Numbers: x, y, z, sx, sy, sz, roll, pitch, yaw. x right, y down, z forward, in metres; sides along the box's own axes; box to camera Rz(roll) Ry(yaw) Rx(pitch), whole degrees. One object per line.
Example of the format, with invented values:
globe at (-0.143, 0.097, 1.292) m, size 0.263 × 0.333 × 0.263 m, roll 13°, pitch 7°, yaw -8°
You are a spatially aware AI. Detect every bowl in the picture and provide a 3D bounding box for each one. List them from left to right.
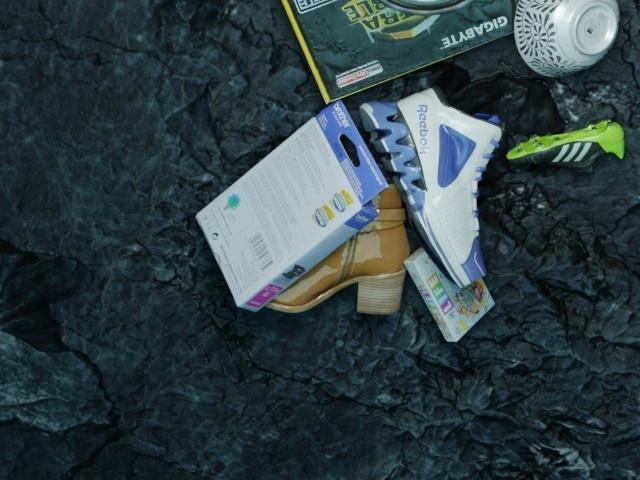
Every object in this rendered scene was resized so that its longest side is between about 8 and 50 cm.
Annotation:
bowl at (0.366, -0.306, 1.835) m, size 0.170 × 0.080 × 0.170 m, roll -10°, pitch 113°, yaw -24°

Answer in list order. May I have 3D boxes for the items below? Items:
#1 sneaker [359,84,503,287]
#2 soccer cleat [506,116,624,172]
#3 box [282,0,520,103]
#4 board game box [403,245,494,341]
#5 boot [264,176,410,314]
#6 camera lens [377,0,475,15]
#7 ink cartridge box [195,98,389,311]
sneaker at (0.205, -0.097, 1.930) m, size 0.182 × 0.127 × 0.316 m, roll -27°, pitch 101°, yaw -3°
soccer cleat at (0.373, -0.132, 1.964) m, size 0.178 × 0.060 × 0.072 m, roll -13°, pitch 113°, yaw 9°
box at (0.109, -0.375, 1.879) m, size 0.321 × 0.079 × 0.257 m, roll -19°, pitch 108°, yaw 14°
board game box at (0.205, 0.068, 2.051) m, size 0.026 × 0.103 × 0.154 m, roll -2°, pitch 123°, yaw 54°
boot at (0.000, 0.000, 2.041) m, size 0.283 × 0.109 × 0.220 m, roll 5°, pitch 110°, yaw 12°
camera lens at (0.139, -0.420, 1.664) m, size 0.219 × 0.274 × 0.220 m, roll 2°, pitch 113°, yaw 5°
ink cartridge box at (-0.037, -0.053, 1.987) m, size 0.311 × 0.186 × 0.065 m, roll -40°, pitch 149°, yaw 22°
